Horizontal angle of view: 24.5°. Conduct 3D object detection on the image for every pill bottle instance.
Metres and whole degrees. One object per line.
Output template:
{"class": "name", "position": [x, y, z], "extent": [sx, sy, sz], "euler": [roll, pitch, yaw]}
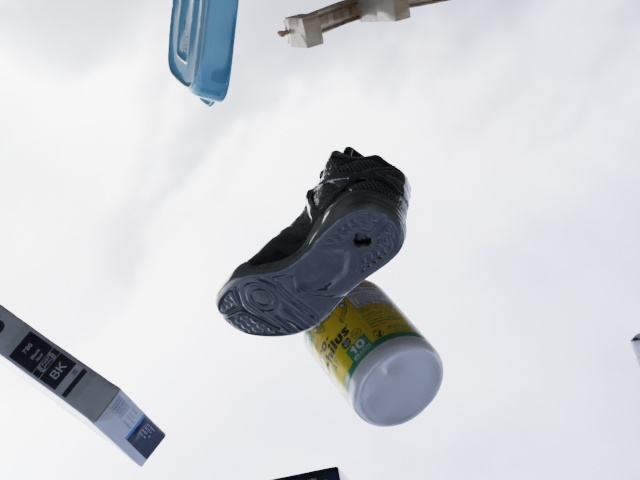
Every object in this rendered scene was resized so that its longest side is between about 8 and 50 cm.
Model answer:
{"class": "pill bottle", "position": [0.048, 0.117, 1.737], "extent": [0.117, 0.117, 0.208], "euler": [-13, -146, -20]}

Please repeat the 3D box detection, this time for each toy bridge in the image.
{"class": "toy bridge", "position": [0.048, -0.187, 1.178], "extent": [0.188, 0.026, 0.063], "euler": [-18, -164, -25]}

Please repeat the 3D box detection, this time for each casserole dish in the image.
{"class": "casserole dish", "position": [-0.123, -0.229, 1.517], "extent": [0.037, 0.188, 0.114], "euler": [-3, -156, -25]}

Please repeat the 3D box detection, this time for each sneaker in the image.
{"class": "sneaker", "position": [0.000, 0.000, 1.331], "extent": [0.087, 0.227, 0.130], "euler": [40, -142, -14]}

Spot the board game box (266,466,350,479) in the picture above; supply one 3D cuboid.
{"class": "board game box", "position": [-0.038, 0.333, 1.841], "extent": [0.165, 0.042, 0.243], "euler": [-12, 162, 5]}

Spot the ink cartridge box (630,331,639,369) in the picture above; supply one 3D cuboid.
{"class": "ink cartridge box", "position": [0.349, 0.155, 1.036], "extent": [0.115, 0.273, 0.198], "euler": [-18, -178, 41]}

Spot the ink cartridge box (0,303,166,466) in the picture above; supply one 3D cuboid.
{"class": "ink cartridge box", "position": [-0.370, 0.178, 2.015], "extent": [0.333, 0.165, 0.065], "euler": [29, -106, 29]}
